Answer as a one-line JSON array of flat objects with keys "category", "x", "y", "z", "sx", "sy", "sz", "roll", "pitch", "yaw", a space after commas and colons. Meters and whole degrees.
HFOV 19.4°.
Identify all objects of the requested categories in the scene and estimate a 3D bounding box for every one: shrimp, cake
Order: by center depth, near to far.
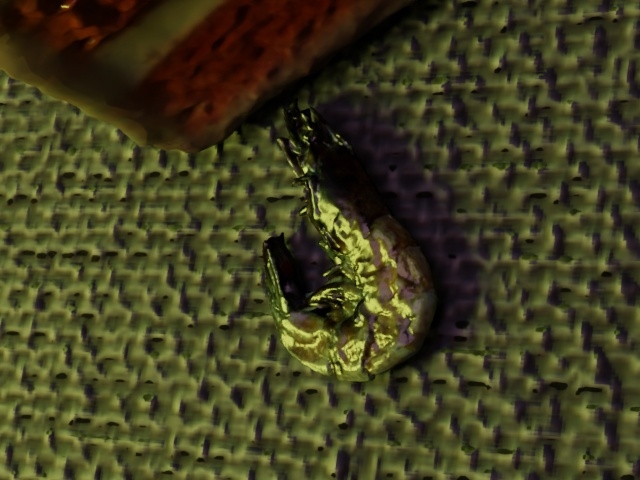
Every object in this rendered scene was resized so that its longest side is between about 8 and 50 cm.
[{"category": "cake", "x": -0.051, "y": -0.221, "z": 0.929, "sx": 0.309, "sy": 0.237, "sz": 0.230, "roll": -36, "pitch": 55, "yaw": 21}, {"category": "shrimp", "x": 0.000, "y": 0.000, "z": 0.942, "sx": 0.091, "sy": 0.034, "sz": 0.161, "roll": -36, "pitch": 59, "yaw": 19}]
